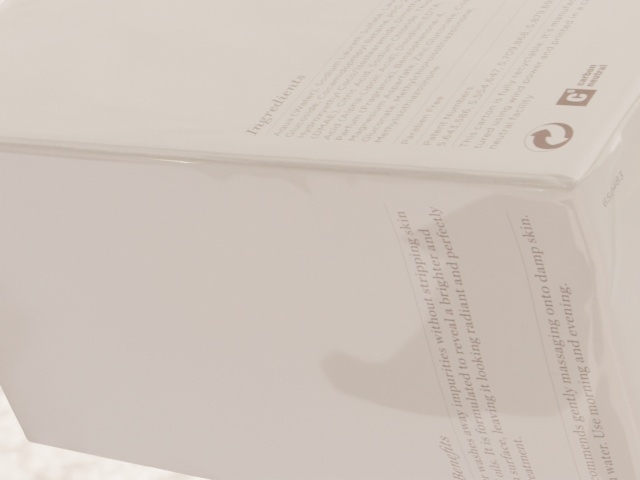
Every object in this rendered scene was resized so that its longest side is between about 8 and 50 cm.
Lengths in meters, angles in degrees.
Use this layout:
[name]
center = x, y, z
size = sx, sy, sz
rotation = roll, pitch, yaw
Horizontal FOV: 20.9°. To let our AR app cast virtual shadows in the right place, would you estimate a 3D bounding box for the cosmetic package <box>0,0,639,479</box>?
[cosmetic package]
center = 0.000, 0.000, 0.802
size = 0.385, 0.156, 0.217
rotation = 9, 133, 35
